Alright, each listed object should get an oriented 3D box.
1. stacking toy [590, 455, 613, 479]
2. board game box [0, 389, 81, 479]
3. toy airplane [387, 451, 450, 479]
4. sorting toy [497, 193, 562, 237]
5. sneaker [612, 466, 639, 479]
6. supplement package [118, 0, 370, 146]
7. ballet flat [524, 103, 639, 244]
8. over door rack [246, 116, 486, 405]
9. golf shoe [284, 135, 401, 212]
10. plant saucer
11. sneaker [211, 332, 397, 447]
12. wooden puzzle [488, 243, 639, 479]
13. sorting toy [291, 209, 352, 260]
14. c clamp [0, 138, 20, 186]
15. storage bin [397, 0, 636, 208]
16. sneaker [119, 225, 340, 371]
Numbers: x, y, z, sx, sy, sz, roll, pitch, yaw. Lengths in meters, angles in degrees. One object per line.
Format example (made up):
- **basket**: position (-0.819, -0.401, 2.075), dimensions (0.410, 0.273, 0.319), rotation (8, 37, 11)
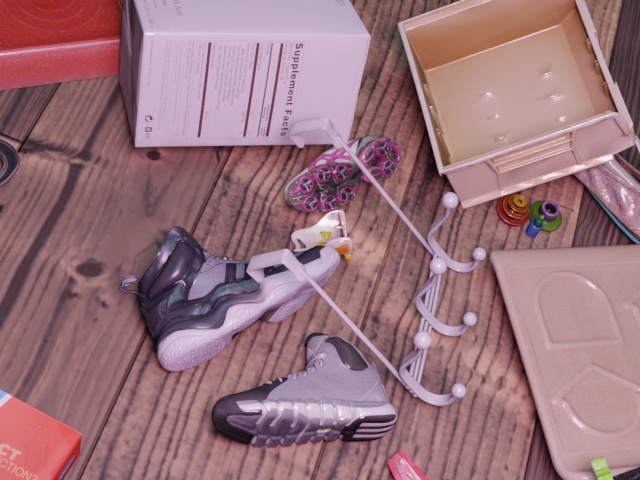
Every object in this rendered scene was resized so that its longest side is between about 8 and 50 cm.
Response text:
- **stacking toy**: position (0.272, 0.364, 1.252), dimensions (0.167, 0.052, 0.221), rotation (-19, 70, 10)
- **board game box**: position (-0.432, 0.281, 1.158), dimensions (0.242, 0.064, 0.316), rotation (27, 55, 2)
- **toy airplane**: position (0.107, 0.327, 1.306), dimensions (0.151, 0.028, 0.151), rotation (7, 56, -10)
- **sorting toy**: position (0.301, -0.041, 1.587), dimensions (0.102, 0.042, 0.061), rotation (3, 58, -15)
- **sneaker**: position (0.382, 0.307, 1.322), dimensions (0.170, 0.089, 0.051), rotation (-18, 39, 1)
- **supplement package**: position (-0.108, -0.243, 1.494), dimensions (0.293, 0.175, 0.177), rotation (-3, 40, -18)
- **ballet flat**: position (0.401, -0.132, 1.631), dimensions (0.316, 0.106, 0.107), rotation (44, 35, 11)
- **over door rack**: position (0.082, 0.021, 1.370), dimensions (0.324, 0.108, 0.239), rotation (39, 46, -26)
- **golf shoe**: position (0.019, -0.089, 1.527), dimensions (0.186, 0.067, 0.086), rotation (-26, 25, -32)
- **plant saucer**: position (-0.378, -0.337, 1.580), dimensions (0.258, 0.048, 0.259), rotation (-11, 61, -22)
- **sneaker**: position (-0.027, 0.171, 1.343), dimensions (0.228, 0.086, 0.132), rotation (6, 52, -24)
- **wooden puzzle**: position (0.402, 0.157, 1.475), dimensions (0.322, 0.080, 0.348), rotation (-2, 54, -18)
- **sorting toy**: position (0.000, 0.000, 1.474), dimensions (0.075, 0.045, 0.083), rotation (-5, 28, -3)
- **c clamp**: position (-0.468, -0.096, 1.418), dimensions (0.160, 0.022, 0.137), rotation (18, 50, -2)
- **storage bin**: position (0.273, -0.214, 1.575), dimensions (0.260, 0.123, 0.262), rotation (-18, 59, 11)
- **sneaker**: position (-0.111, 0.038, 1.381), dimensions (0.268, 0.101, 0.153), rotation (-29, 72, -26)
